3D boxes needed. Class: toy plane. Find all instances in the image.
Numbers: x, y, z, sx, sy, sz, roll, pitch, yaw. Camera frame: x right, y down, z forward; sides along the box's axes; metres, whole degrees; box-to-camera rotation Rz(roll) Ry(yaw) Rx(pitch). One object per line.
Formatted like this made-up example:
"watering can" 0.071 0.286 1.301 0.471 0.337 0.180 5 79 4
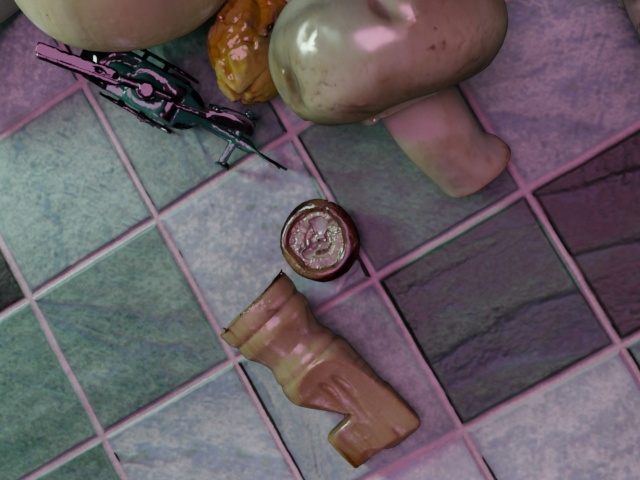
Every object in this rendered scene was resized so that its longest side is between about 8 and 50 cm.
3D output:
"toy plane" -0.214 -0.198 1.257 0.381 0.155 0.106 31 95 -6

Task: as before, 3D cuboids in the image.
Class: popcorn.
"popcorn" -0.091 -0.278 1.234 0.167 0.152 0.148 -47 114 -23

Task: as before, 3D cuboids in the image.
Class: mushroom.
"mushroom" 0.000 0.000 1.255 0.123 0.052 0.123 -2 84 18
"mushroom" 0.115 -0.253 1.119 0.356 0.315 0.315 12 93 -24

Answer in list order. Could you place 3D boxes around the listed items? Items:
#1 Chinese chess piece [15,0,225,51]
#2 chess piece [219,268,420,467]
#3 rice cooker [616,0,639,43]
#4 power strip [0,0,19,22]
"Chinese chess piece" -0.278 -0.416 1.202 0.338 0.140 0.338 -2 54 2
"chess piece" 0.005 0.189 1.231 0.301 0.137 0.137 44 98 -2
"rice cooker" 0.505 -0.345 1.032 0.277 0.288 0.288 0 90 10
"power strip" -0.583 -0.353 1.304 0.141 0.229 0.261 29 62 12
